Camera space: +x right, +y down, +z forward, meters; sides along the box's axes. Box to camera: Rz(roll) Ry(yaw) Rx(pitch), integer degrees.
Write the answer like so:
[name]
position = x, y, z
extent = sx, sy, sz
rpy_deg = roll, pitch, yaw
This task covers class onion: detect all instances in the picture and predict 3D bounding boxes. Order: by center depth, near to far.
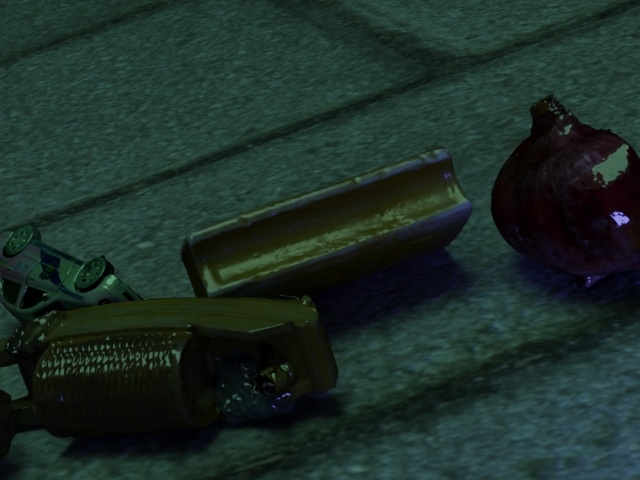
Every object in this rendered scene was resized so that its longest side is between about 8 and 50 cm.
[onion]
position = 0.192, -0.031, 1.560
extent = 0.098, 0.151, 0.206
rpy_deg = -36, 10, -10

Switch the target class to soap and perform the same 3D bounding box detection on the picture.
[soap]
position = 0.000, 0.000, 1.618
extent = 0.232, 0.073, 0.140
rpy_deg = -19, -12, -12

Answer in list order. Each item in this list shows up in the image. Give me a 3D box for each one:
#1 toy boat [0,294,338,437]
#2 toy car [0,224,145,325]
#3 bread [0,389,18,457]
[toy boat]
position = -0.134, 0.103, 1.509
extent = 0.310, 0.089, 0.115
rpy_deg = -3, 23, 28
[toy car]
position = -0.218, 0.052, 1.686
extent = 0.076, 0.090, 0.224
rpy_deg = -52, 35, -13
[bread]
position = -0.288, 0.123, 1.508
extent = 0.113, 0.082, 0.060
rpy_deg = 26, 81, 36
